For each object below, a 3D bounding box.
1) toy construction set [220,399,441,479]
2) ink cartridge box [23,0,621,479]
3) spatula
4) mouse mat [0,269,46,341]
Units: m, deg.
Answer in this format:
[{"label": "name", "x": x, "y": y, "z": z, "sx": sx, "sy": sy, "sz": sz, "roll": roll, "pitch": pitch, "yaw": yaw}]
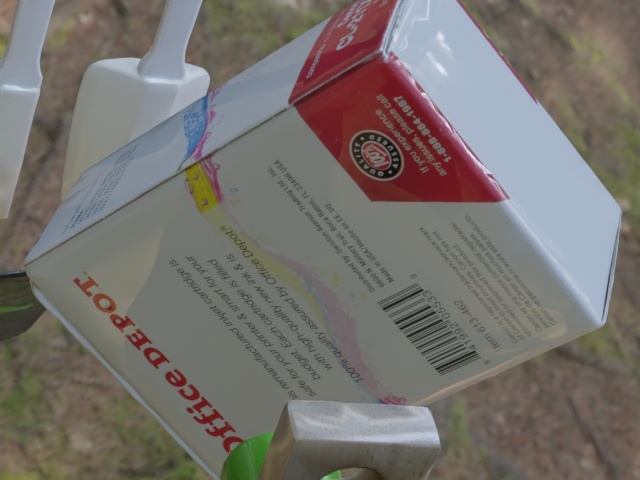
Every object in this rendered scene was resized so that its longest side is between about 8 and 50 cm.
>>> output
[{"label": "toy construction set", "x": 0.069, "y": 0.170, "z": 0.467, "sx": 0.237, "sy": 0.257, "sz": 0.309, "roll": -117, "pitch": -172, "yaw": -47}, {"label": "ink cartridge box", "x": 0.000, "y": 0.000, "z": 0.635, "sx": 0.127, "sy": 0.175, "sz": 0.072, "roll": 49, "pitch": 34, "yaw": -20}, {"label": "spatula", "x": -0.103, "y": -0.101, "z": 0.662, "sx": 0.168, "sy": 0.242, "sz": 0.019, "roll": 3, "pitch": 38, "yaw": -27}, {"label": "mouse mat", "x": -0.232, "y": 0.048, "z": 0.929, "sx": 0.190, "sy": 0.152, "sz": 0.007, "roll": -9, "pitch": 76, "yaw": -25}]
